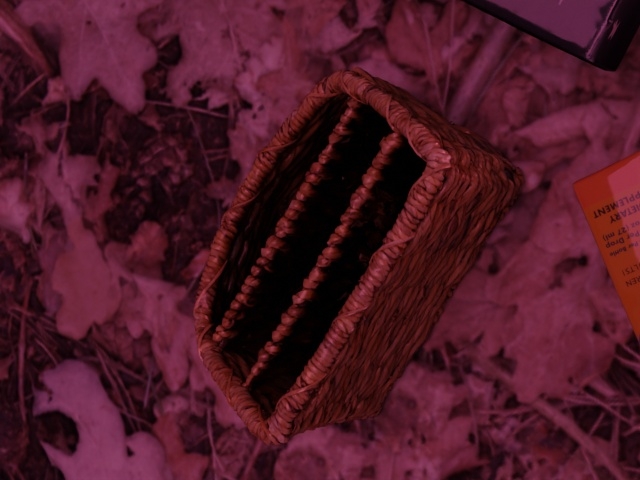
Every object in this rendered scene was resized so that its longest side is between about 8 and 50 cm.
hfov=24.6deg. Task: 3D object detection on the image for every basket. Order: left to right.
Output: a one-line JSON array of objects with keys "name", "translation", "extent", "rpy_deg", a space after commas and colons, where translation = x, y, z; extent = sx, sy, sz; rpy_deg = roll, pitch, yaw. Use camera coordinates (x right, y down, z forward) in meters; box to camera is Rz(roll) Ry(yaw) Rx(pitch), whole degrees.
[{"name": "basket", "translation": [0.000, 0.000, 1.302], "extent": [0.213, 0.223, 0.299], "rpy_deg": [37, 105, 21]}]

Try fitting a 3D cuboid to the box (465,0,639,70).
[{"name": "box", "translation": [0.130, -0.359, 1.223], "extent": [0.395, 0.212, 0.293], "rpy_deg": [29, 101, 13]}]

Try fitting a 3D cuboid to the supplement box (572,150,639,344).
[{"name": "supplement box", "translation": [0.299, 0.042, 1.241], "extent": [0.078, 0.080, 0.233], "rpy_deg": [-27, 80, 24]}]
